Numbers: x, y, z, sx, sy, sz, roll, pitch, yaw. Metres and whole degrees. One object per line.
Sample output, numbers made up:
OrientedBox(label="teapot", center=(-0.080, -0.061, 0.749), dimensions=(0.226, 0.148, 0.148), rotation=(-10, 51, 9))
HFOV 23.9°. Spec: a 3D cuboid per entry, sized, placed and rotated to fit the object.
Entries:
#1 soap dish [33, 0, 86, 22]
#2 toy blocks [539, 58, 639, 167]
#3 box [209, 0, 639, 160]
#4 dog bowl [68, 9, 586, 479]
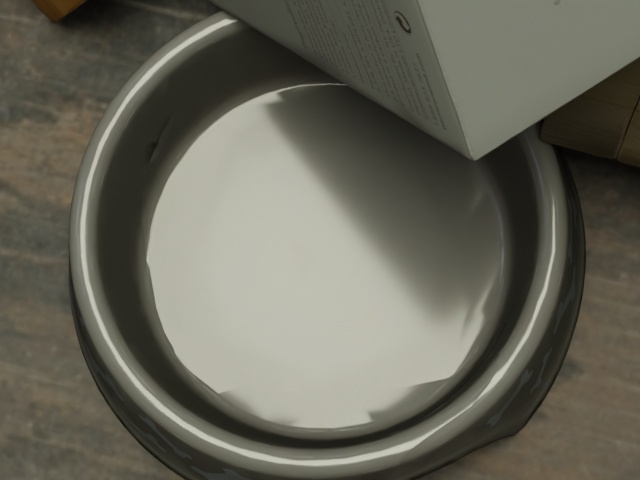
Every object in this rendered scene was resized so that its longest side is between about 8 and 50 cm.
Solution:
OrientedBox(label="soap dish", center=(-0.127, -0.312, 0.979), dimensions=(0.291, 0.118, 0.229), rotation=(-41, 121, -7))
OrientedBox(label="toy blocks", center=(0.307, -0.150, 0.935), dimensions=(0.381, 0.191, 0.261), rotation=(15, 54, 6))
OrientedBox(label="box", center=(0.053, -0.216, 0.829), dimensions=(0.215, 0.168, 0.345), rotation=(-32, 34, -14))
OrientedBox(label="dog bowl", center=(0.000, 0.000, 0.963), dimensions=(0.348, 0.102, 0.349), rotation=(-1, 78, 3))
